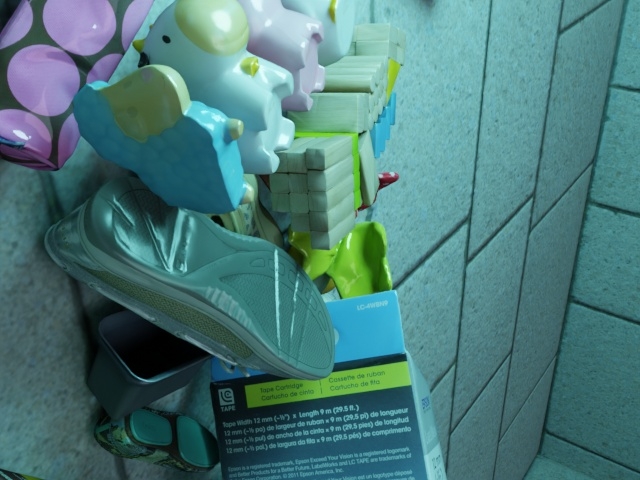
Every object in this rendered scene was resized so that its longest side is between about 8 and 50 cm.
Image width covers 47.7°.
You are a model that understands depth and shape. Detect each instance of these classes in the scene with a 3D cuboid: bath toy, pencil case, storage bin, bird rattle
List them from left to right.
[{"bbox_3d":[-0.200,-0.159,0.558,0.098,0.095,0.209,32,76,-37],"label":"pencil case"},{"bbox_3d":[-0.180,0.120,0.756,0.135,0.098,0.091,-19,150,-54],"label":"storage bin"},{"bbox_3d":[-0.070,-0.170,0.644,0.348,0.129,0.151,-62,156,-49],"label":"bath toy"},{"bbox_3d":[0.000,0.000,0.935,0.206,0.143,0.253,-57,-163,28],"label":"bird rattle"}]

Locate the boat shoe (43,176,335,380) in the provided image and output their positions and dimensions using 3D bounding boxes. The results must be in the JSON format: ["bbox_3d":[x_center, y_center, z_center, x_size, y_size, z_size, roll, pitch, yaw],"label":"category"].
[{"bbox_3d":[-0.108,0.054,0.708,0.320,0.103,0.118,33,48,-37],"label":"boat shoe"}]

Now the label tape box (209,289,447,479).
[{"bbox_3d":[0.013,0.252,0.860,0.115,0.249,0.347,23,57,-70],"label":"label tape box"}]

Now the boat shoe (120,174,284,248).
[{"bbox_3d":[-0.117,-0.029,0.744,0.089,0.105,0.285,-62,149,-19],"label":"boat shoe"}]

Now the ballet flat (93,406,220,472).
[{"bbox_3d":[-0.186,0.229,0.828,0.070,0.070,0.188,-62,144,-15],"label":"ballet flat"}]

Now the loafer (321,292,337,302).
[{"bbox_3d":[0.029,0.225,1.011,0.111,0.112,0.319,14,65,-64],"label":"loafer"}]

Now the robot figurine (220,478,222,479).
[{"bbox_3d":[-0.027,0.433,1.055,0.353,0.200,0.299,-40,98,-40],"label":"robot figurine"}]

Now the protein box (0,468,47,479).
[{"bbox_3d":[-0.268,0.351,0.685,0.201,0.136,0.200,-61,148,-15],"label":"protein box"}]

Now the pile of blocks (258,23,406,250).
[{"bbox_3d":[0.010,-0.132,0.851,0.362,0.113,0.148,-65,152,-42],"label":"pile of blocks"}]
